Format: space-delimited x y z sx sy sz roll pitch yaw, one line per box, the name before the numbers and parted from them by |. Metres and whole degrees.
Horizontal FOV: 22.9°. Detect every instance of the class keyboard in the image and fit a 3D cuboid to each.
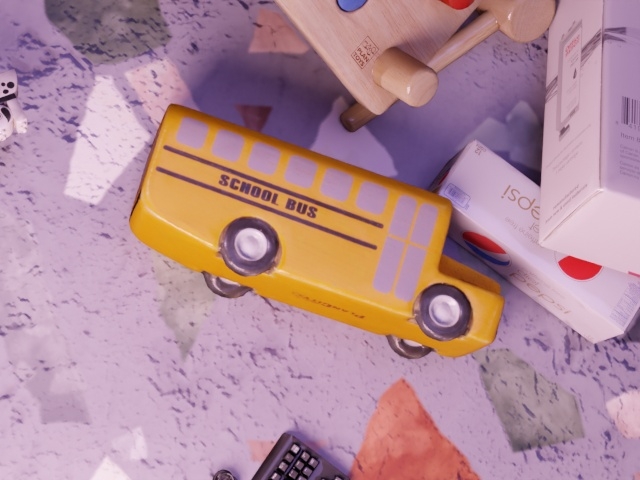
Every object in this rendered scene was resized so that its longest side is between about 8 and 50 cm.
keyboard | -0.061 0.253 1.373 0.108 0.023 0.180 36 72 -3

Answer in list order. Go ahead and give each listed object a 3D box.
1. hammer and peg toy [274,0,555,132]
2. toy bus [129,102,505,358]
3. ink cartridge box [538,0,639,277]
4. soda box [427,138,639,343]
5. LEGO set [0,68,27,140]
hammer and peg toy | 0.092 -0.234 1.368 0.266 0.361 0.127 -48 48 -5
toy bus | 0.000 0.000 1.400 0.332 0.108 0.130 19 73 -8
ink cartridge box | 0.320 -0.111 1.453 0.207 0.117 0.283 17 59 -16
soda box | 0.199 0.003 1.463 0.216 0.074 0.069 37 72 -4
LEGO set | -0.345 -0.050 1.336 0.227 0.087 0.093 -23 69 -17
